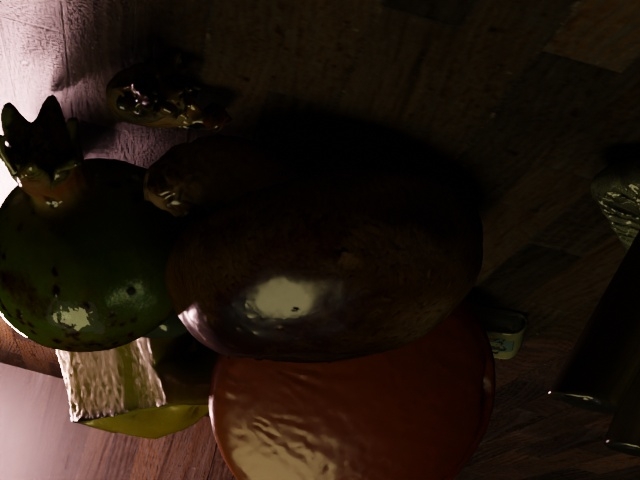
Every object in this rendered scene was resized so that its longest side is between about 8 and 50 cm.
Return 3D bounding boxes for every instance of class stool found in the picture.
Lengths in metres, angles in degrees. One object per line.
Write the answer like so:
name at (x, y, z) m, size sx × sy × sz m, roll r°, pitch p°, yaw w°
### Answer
stool at (0.387, 0.081, 1.319) m, size 0.310 × 0.226 × 0.310 m, roll 8°, pitch 166°, yaw 25°

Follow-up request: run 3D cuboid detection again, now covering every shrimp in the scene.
shrimp at (-0.127, -0.133, 1.325) m, size 0.117 × 0.066 × 0.262 m, roll 2°, pitch -177°, yaw -12°

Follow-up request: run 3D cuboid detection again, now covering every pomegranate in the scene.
pomegranate at (-0.235, -0.011, 1.598) m, size 0.231 × 0.231 × 0.285 m, roll 15°, pitch 134°, yaw -2°

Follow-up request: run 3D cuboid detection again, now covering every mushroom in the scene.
mushroom at (0.003, 0.025, 1.508) m, size 0.345 × 0.239 × 0.345 m, roll 6°, pitch -169°, yaw -1°

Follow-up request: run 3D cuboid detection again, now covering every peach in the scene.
peach at (-0.203, 0.146, 2.114) m, size 0.306 × 0.242 × 0.380 m, roll -1°, pitch 165°, yaw -32°

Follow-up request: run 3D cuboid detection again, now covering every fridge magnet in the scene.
fridge magnet at (0.040, 0.188, 1.885) m, size 0.364 × 0.363 × 0.155 m, roll 18°, pitch -164°, yaw -15°

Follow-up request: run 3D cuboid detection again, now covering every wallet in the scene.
wallet at (0.215, 0.121, 2.001) m, size 0.110 × 0.039 × 0.155 m, roll 11°, pitch 164°, yaw 8°

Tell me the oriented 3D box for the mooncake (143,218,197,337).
mooncake at (-0.200, 0.029, 1.790) m, size 0.168 × 0.175 × 0.104 m, roll -28°, pitch -161°, yaw -35°
